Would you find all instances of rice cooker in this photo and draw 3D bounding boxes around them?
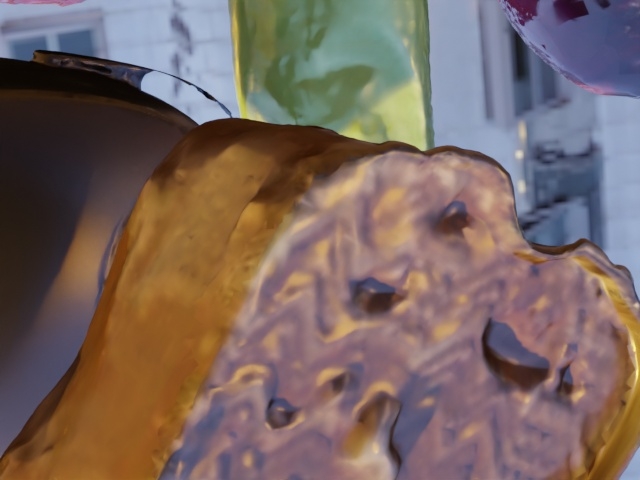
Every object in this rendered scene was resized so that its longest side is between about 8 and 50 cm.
[{"bbox_3d":[-0.113,0.001,0.563,0.203,0.142,0.118,1,-166,-43],"label":"rice cooker"}]

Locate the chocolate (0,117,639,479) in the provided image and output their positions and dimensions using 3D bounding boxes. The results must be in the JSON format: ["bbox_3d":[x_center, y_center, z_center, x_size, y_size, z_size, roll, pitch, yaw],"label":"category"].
[{"bbox_3d":[-0.015,0.074,0.417,0.148,0.214,0.093,30,177,-40],"label":"chocolate"}]

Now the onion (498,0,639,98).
[{"bbox_3d":[0.308,-0.327,1.490,0.347,0.348,0.385,-7,-144,-3],"label":"onion"}]

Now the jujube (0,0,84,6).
[{"bbox_3d":[-0.216,-0.287,1.283,0.290,0.197,0.197,-2,-165,-22],"label":"jujube"}]

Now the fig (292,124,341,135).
[{"bbox_3d":[-0.011,-0.005,0.897,0.119,0.119,0.153,-8,-178,-4],"label":"fig"}]

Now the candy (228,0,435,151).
[{"bbox_3d":[0.008,-0.180,1.184,0.132,0.344,0.142,11,-157,42],"label":"candy"}]
